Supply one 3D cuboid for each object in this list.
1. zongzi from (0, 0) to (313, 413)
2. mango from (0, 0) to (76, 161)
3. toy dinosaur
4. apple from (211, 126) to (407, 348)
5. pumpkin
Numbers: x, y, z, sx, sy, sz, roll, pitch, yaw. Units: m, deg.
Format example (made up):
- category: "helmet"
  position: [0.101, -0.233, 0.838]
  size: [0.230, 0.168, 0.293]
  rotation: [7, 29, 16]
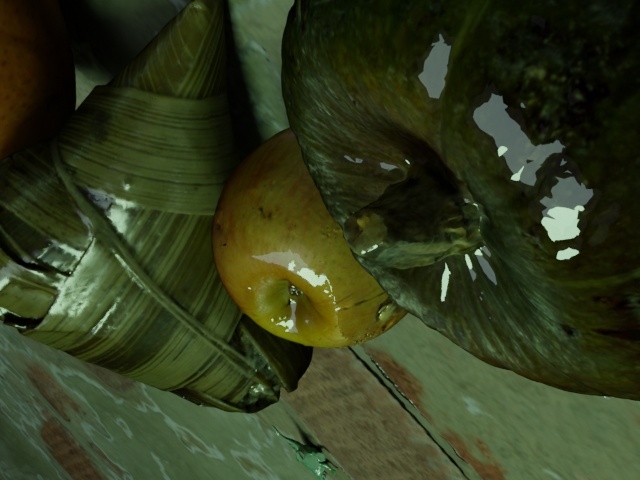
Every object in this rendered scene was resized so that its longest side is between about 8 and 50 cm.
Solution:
- category: "zongzi"
  position: [-0.070, -0.020, 1.022]
  size: [0.286, 0.288, 0.134]
  rotation: [26, -152, -34]
- category: "mango"
  position: [-0.291, -0.191, 1.037]
  size: [0.199, 0.201, 0.350]
  rotation: [-9, 121, 18]
- category: "toy dinosaur"
  position: [-0.016, 0.199, 1.374]
  size: [0.083, 0.021, 0.062]
  rotation: [45, 169, -1]
- category: "apple"
  position: [0.000, 0.000, 0.898]
  size: [0.146, 0.146, 0.146]
  rotation: [37, 155, 21]
- category: "pumpkin"
  position: [0.083, -0.043, 0.621]
  size: [0.260, 0.189, 0.260]
  rotation: [36, 153, 22]
